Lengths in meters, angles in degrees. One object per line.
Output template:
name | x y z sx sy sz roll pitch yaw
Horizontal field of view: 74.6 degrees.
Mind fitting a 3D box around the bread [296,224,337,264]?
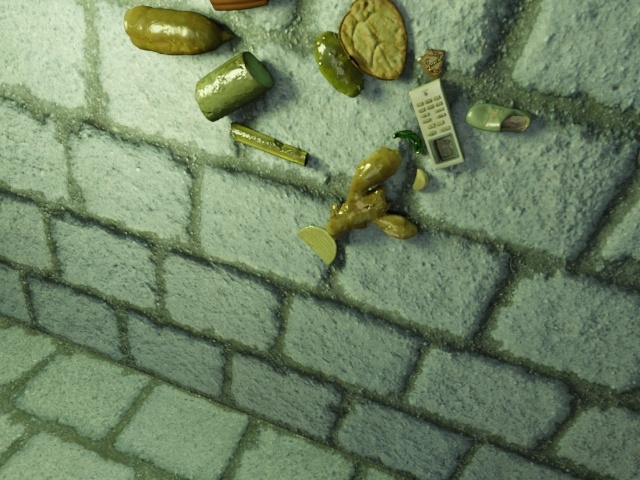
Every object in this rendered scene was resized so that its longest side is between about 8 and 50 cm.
bread | 0.005 0.000 1.733 0.193 0.036 0.112 44 119 -4

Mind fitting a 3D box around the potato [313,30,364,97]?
potato | 0.059 -0.565 1.360 0.117 0.090 0.225 -26 104 34

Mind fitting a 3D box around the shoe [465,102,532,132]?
shoe | 0.555 -0.374 1.305 0.195 0.078 0.079 10 122 9

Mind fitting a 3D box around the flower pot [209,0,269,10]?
flower pot | -0.244 -0.803 1.292 0.173 0.191 0.191 6 121 0

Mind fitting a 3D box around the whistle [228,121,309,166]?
whistle | -0.198 -0.359 1.585 0.326 0.057 0.068 22 123 6

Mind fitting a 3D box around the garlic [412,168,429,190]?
garlic | 0.356 -0.211 1.489 0.053 0.041 0.083 23 131 12

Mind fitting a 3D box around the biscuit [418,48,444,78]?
biscuit | 0.350 -0.550 1.313 0.082 0.016 0.092 -7 114 22

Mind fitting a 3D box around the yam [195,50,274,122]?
yam | -0.309 -0.535 1.464 0.268 0.161 0.161 -18 111 27

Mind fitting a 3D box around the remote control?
remote control | 0.383 -0.373 1.376 0.103 0.055 0.277 -15 112 26

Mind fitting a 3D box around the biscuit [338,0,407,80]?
biscuit | 0.171 -0.615 1.298 0.203 0.041 0.260 -34 112 6

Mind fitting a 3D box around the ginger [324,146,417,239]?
ginger | 0.156 -0.142 1.550 0.348 0.122 0.363 -11 124 15

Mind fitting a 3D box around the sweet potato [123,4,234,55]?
sweet potato | -0.480 -0.708 1.432 0.369 0.158 0.158 11 121 14

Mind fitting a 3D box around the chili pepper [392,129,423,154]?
chili pepper | 0.305 -0.344 1.433 0.118 0.035 0.055 31 107 -4
